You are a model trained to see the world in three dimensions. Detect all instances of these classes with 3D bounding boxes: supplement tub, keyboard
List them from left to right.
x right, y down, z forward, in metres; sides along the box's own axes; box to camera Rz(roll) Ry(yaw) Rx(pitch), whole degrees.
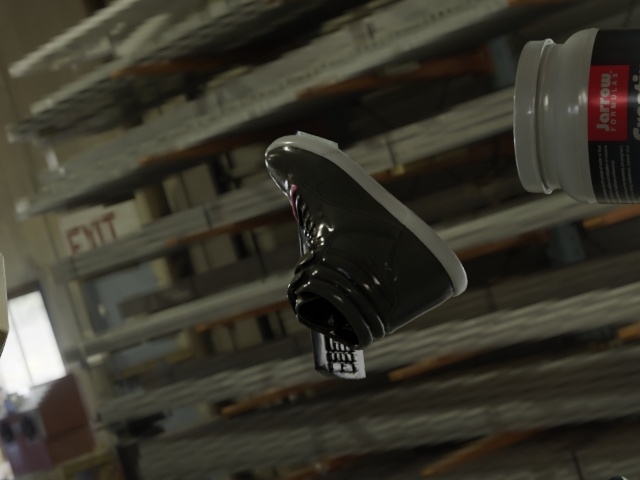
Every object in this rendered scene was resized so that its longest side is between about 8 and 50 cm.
[{"bbox_3d":[0.028,0.024,1.795,0.033,0.317,0.201,-11,-11,25],"label":"keyboard"},{"bbox_3d":[0.357,-0.133,1.476,0.272,0.191,0.191,1,6,20],"label":"supplement tub"}]

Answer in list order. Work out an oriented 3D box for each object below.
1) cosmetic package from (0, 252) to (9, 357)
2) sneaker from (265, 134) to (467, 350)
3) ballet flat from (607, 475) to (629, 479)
[{"bbox_3d":[-0.508,0.066,1.503,0.309,0.113,0.160,14,29,-26],"label":"cosmetic package"},{"bbox_3d":[0.000,0.000,1.427,0.147,0.296,0.104,-36,-38,-18],"label":"sneaker"},{"bbox_3d":[0.350,0.378,1.614,0.074,0.203,0.074,13,-11,2],"label":"ballet flat"}]
